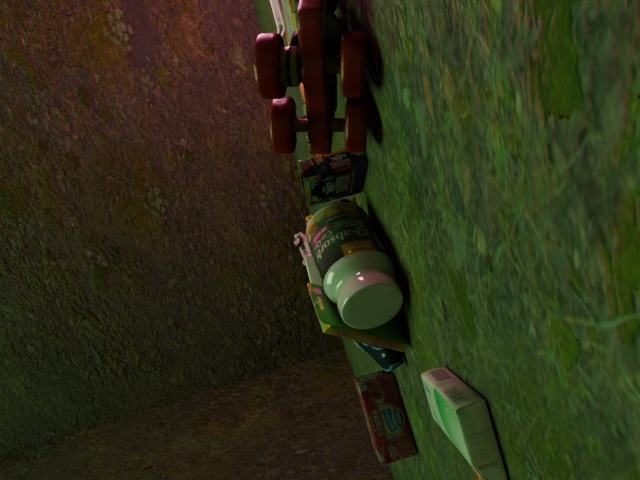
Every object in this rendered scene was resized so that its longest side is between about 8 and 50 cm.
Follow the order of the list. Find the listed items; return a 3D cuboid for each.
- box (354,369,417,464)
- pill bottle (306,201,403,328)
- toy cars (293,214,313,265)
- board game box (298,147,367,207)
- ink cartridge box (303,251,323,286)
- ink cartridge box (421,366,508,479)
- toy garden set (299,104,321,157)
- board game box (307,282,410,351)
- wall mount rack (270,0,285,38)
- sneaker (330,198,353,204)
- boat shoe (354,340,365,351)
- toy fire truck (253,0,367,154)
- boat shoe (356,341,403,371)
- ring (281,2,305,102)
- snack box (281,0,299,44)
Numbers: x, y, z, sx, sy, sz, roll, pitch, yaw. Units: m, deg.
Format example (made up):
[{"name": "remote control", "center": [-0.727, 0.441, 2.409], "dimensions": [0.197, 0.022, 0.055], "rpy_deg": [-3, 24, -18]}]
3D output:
[{"name": "box", "center": [0.205, 0.559, 1.528], "dimensions": [0.128, 0.123, 0.256], "rpy_deg": [110, 144, -83]}, {"name": "pill bottle", "center": [0.072, 0.050, 1.057], "dimensions": [0.278, 0.162, 0.162], "rpy_deg": [-112, 7, -50]}, {"name": "toy cars", "center": [0.000, 0.000, 1.794], "dimensions": [0.176, 0.087, 0.393], "rpy_deg": [45, -158, -8]}, {"name": "board game box", "center": [0.026, -0.139, 1.066], "dimensions": [0.170, 0.141, 0.048], "rpy_deg": [87, 168, -74]}, {"name": "ink cartridge box", "center": [0.054, 0.121, 1.494], "dimensions": [0.306, 0.131, 0.225], "rpy_deg": [-15, -90, -82]}, {"name": "ink cartridge box", "center": [0.234, 0.334, 0.755], "dimensions": [0.181, 0.056, 0.224], "rpy_deg": [-178, 74, -86]}, {"name": "toy garden set", "center": [-0.019, -0.304, 1.605], "dimensions": [0.244, 0.049, 0.203], "rpy_deg": [78, 172, -72]}, {"name": "board game box", "center": [0.082, 0.175, 1.080], "dimensions": [0.260, 0.039, 0.124], "rpy_deg": [23, -152, -33]}, {"name": "wall mount rack", "center": [-0.178, -0.729, 1.615], "dimensions": [0.350, 0.131, 0.303], "rpy_deg": [-113, 8, -66]}, {"name": "sneaker", "center": [0.062, -0.058, 1.334], "dimensions": [0.286, 0.109, 0.130], "rpy_deg": [-146, 45, -69]}, {"name": "boat shoe", "center": [0.154, 0.325, 1.576], "dimensions": [0.267, 0.096, 0.088], "rpy_deg": [133, 126, -76]}, {"name": "toy fire truck", "center": [-0.003, -0.306, 0.835], "dimensions": [0.302, 0.170, 0.253], "rpy_deg": [81, -170, -56]}, {"name": "boat shoe", "center": [0.153, 0.259, 1.321], "dimensions": [0.088, 0.109, 0.258], "rpy_deg": [63, 164, -21]}, {"name": "ring", "center": [-0.055, -0.542, 1.389], "dimensions": [0.336, 0.032, 0.336], "rpy_deg": [164, 90, -85]}, {"name": "snack box", "center": [-0.039, -0.496, 1.052], "dimensions": [0.174, 0.070, 0.207], "rpy_deg": [-109, 6, -45]}]
